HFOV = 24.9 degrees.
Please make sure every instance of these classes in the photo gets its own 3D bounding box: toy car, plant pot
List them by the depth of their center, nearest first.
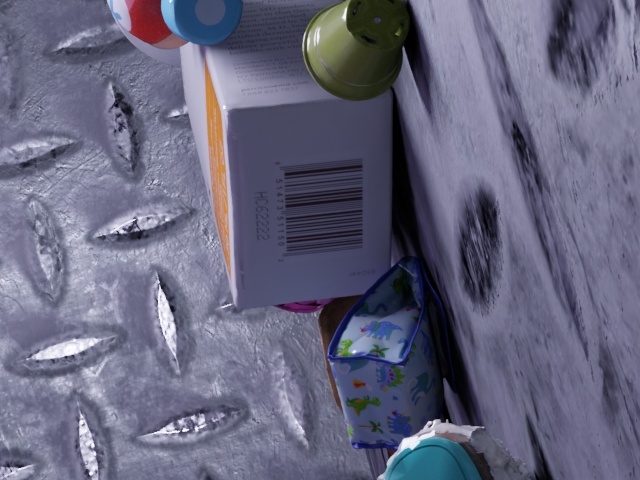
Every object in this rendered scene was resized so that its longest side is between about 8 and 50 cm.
[{"bbox_3d":[0.035,-0.160,1.131,0.079,0.083,0.083,137,119,-72],"label":"plant pot"},{"bbox_3d":[-0.182,-0.321,1.379,0.238,0.210,0.219,31,179,-28],"label":"toy car"}]

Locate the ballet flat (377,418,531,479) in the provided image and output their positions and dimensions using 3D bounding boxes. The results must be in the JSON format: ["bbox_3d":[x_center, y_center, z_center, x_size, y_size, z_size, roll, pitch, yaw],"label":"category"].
[{"bbox_3d":[0.153,0.318,1.005,0.147,0.147,0.409,82,175,-65],"label":"ballet flat"}]

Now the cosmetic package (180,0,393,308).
[{"bbox_3d":[-0.050,-0.153,1.531,0.453,0.162,0.230,-109,15,-56],"label":"cosmetic package"}]

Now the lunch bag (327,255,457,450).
[{"bbox_3d":[0.078,0.108,1.387,0.151,0.096,0.128,-64,-30,-47],"label":"lunch bag"}]

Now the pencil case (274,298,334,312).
[{"bbox_3d":[0.000,0.000,1.591,0.095,0.098,0.209,-53,5,35],"label":"pencil case"}]

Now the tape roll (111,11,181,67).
[{"bbox_3d":[-0.153,-0.324,1.773,0.072,0.219,0.219,-109,6,-61],"label":"tape roll"}]

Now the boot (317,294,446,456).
[{"bbox_3d":[0.078,0.192,1.563,0.112,0.115,0.305,136,118,-83],"label":"boot"}]
